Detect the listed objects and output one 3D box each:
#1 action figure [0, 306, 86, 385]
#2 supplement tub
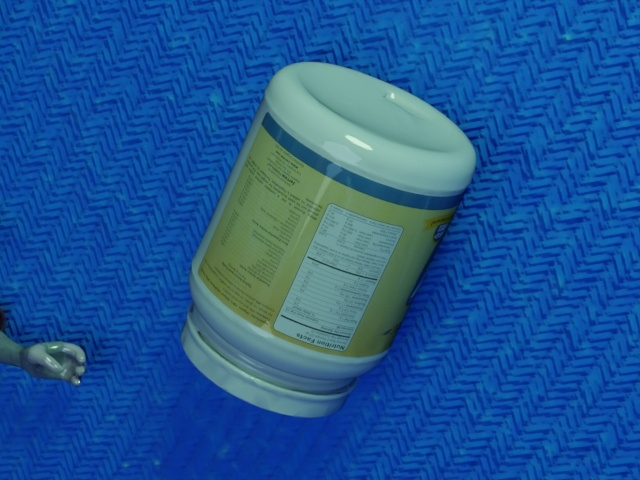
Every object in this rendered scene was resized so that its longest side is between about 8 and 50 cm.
[{"bbox_3d":[-0.351,0.101,1.311,0.275,0.248,0.370,32,105,57],"label":"action figure"},{"bbox_3d":[0.000,0.000,1.131,0.144,0.144,0.200,30,113,12],"label":"supplement tub"}]
